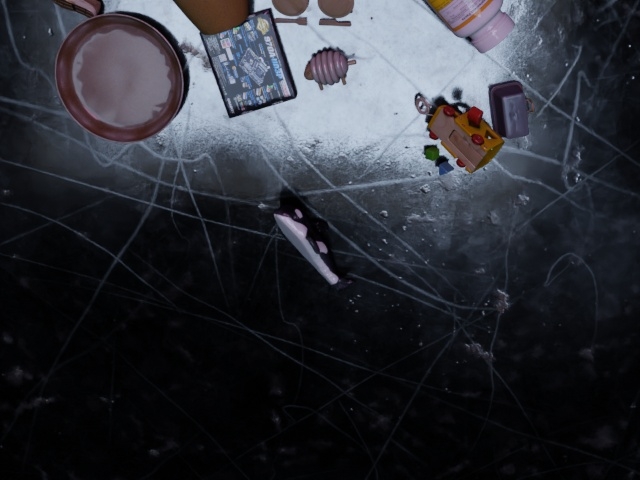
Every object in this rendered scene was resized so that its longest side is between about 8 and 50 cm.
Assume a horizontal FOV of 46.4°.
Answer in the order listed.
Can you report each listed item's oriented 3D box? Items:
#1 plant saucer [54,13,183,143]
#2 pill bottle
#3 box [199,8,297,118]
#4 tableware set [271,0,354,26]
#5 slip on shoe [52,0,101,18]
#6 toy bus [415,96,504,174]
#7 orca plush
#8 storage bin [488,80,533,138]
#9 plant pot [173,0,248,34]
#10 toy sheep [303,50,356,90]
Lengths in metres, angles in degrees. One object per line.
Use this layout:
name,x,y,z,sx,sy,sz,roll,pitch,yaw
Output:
plant saucer,-0.485,-0.393,1.819,0.311,0.050,0.310,0,110,1
pill bottle,0.326,-0.550,1.694,0.136,0.136,0.246,-41,105,15
box,-0.172,-0.424,1.799,0.175,0.051,0.220,-16,110,7
tableware set,-0.017,-0.564,1.738,0.194,0.039,0.128,5,143,6
slip on shoe,-0.584,-0.570,1.758,0.135,0.051,0.041,23,70,1
toy bus,0.350,-0.266,1.820,0.104,0.191,0.202,-29,116,-34
orca plush,0.000,0.000,1.936,0.287,0.151,0.102,46,74,-12
storage bin,0.470,-0.310,1.809,0.098,0.091,0.135,-10,111,5
plant pot,-0.258,-0.599,1.657,0.237,0.237,0.254,-17,124,8
toy sheep,0.023,-0.411,1.784,0.132,0.091,0.091,-13,110,12
